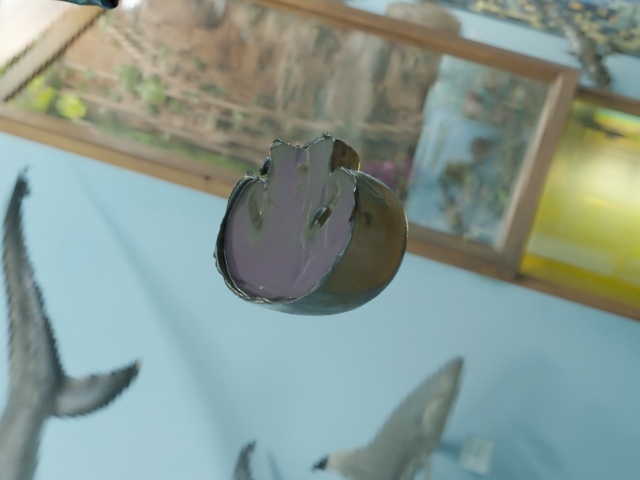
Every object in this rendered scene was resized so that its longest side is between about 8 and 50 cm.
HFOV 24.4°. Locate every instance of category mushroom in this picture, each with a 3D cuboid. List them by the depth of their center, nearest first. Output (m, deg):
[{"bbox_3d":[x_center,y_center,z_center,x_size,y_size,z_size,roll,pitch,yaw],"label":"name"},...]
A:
[{"bbox_3d":[0.000,0.000,1.228,0.117,0.188,0.141,33,-111,-37],"label":"mushroom"}]

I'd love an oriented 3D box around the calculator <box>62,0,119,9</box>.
[{"bbox_3d":[-0.239,-0.296,1.011,0.058,0.248,0.274,-126,41,-58],"label":"calculator"}]
